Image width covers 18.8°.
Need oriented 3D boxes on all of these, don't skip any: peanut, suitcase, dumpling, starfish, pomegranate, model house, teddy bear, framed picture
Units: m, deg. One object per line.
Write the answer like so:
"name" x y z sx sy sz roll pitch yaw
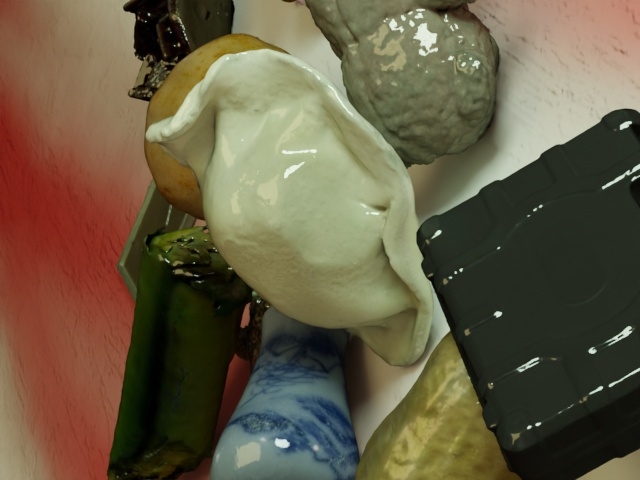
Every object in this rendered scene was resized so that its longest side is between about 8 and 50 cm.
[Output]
"peanut" 0.117 0.149 1.491 0.224 0.129 0.129 -55 27 14
"suitcase" 0.189 0.035 1.369 0.206 0.066 0.285 -31 34 8
"dumpling" 0.009 -0.045 1.709 0.243 0.318 0.187 -46 5 48
"starfish" -0.052 0.092 2.015 0.209 0.053 0.150 12 97 62
"pomegranate" -0.091 -0.118 2.036 0.207 0.207 0.207 -46 34 45
"model house" -0.197 -0.267 2.445 0.164 0.141 0.203 -27 42 31
"teddy bear" 0.075 -0.203 1.731 0.267 0.151 0.236 61 149 3
"framed picture" -0.191 -0.042 2.433 0.250 0.016 0.184 -66 24 11

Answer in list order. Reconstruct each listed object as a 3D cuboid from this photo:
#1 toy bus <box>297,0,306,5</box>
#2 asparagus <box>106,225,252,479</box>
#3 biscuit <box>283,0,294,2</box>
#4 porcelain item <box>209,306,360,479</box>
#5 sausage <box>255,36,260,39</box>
"toy bus" -0.003 -0.381 2.152 0.090 0.112 0.274 -38 40 40
"asparagus" -0.156 0.154 2.044 0.128 0.108 0.382 28 124 23
"biscuit" -0.074 -0.353 2.169 0.047 0.208 0.164 -10 91 21
"porcelain item" -0.027 0.176 1.781 0.141 0.141 0.259 -50 24 41
"sausage" -0.081 -0.187 2.270 0.034 0.034 0.129 -39 39 51
